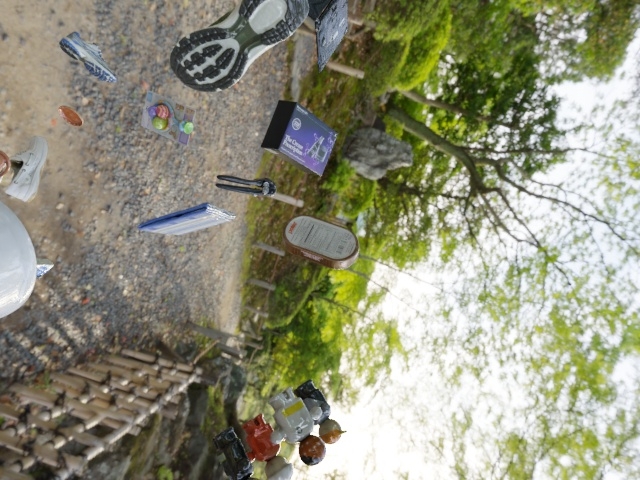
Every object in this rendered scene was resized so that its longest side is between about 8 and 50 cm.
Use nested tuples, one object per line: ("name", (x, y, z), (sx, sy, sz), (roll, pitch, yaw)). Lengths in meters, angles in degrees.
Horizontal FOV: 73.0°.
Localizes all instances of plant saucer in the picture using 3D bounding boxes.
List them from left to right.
("plant saucer", (-0.838, -0.420, 1.454), (0.083, 0.084, 0.013), (109, -1, -57))

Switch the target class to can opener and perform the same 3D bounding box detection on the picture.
("can opener", (-0.223, -0.164, 1.305), (0.073, 0.186, 0.059), (-172, -96, -67))

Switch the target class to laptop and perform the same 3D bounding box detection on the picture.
("laptop", (-0.020, -0.699, 1.303), (0.264, 0.137, 0.234), (83, 30, -59))

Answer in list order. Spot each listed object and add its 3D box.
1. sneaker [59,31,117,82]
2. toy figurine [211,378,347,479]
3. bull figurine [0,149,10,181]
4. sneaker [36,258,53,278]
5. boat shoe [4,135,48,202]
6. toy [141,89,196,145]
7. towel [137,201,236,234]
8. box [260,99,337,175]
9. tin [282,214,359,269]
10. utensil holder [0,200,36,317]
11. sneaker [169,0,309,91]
("sneaker", (-0.534, -0.434, 1.019), (0.052, 0.135, 0.057), (0, -121, 43))
("toy figurine", (-0.069, 0.380, 0.813), (0.210, 0.148, 0.213), (-35, 161, 3))
("bull figurine", (-1.074, -0.239, 1.240), (0.101, 0.311, 0.188), (-106, -142, -66))
("sneaker", (-1.063, 0.105, 1.584), (0.084, 0.058, 0.152), (-50, 171, -2))
("boat shoe", (-1.005, -0.262, 1.470), (0.098, 0.096, 0.276), (-32, -126, 28))
("toy", (-0.570, -0.447, 1.569), (0.056, 0.238, 0.136), (-23, 135, -66))
("towel", (-0.385, -0.061, 1.287), (0.285, 0.210, 0.034), (27, 47, -86))
("box", (-0.072, -0.376, 1.607), (0.261, 0.103, 0.184), (21, 88, -51))
("tin", (0.000, 0.000, 1.023), (0.040, 0.190, 0.106), (95, 18, -52))
("utensil holder", (-0.838, 0.081, 0.840), (0.385, 0.328, 0.327), (-74, -177, -75))
("sneaker", (-0.202, -0.524, 1.105), (0.411, 0.158, 0.181), (-21, -146, 23))
